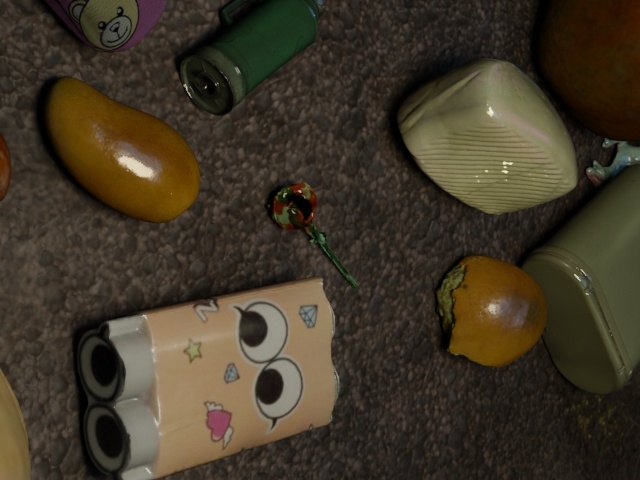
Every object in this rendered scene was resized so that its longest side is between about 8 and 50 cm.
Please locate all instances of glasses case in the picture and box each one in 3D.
[{"bbox_3d":[-0.253,-0.318,1.211,0.123,0.076,0.316,-55,126,-32],"label":"glasses case"}]

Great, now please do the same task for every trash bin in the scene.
[{"bbox_3d":[0.416,0.053,1.820,0.247,0.121,0.243,-40,118,-30],"label":"trash bin"}]

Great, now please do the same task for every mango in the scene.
[{"bbox_3d":[-0.195,-0.086,1.273,0.184,0.085,0.102,39,65,-31],"label":"mango"}]

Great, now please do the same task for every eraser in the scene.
[{"bbox_3d":[-0.110,0.141,1.360,0.290,0.087,0.171,-10,97,-43],"label":"eraser"}]

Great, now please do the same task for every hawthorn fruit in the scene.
[{"bbox_3d":[0.451,-0.267,1.727,0.268,0.301,0.267,0,89,-37],"label":"hawthorn fruit"}]

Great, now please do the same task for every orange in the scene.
[{"bbox_3d":[0.231,0.092,1.673,0.170,0.112,0.160,-45,121,-46],"label":"orange"}]

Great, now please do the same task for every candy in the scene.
[{"bbox_3d":[0.000,0.000,1.497,0.055,0.049,0.184,-38,131,-1],"label":"candy"}]

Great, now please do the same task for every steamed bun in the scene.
[{"bbox_3d":[0.209,-0.143,1.605,0.239,0.170,0.152,36,45,-41],"label":"steamed bun"}]

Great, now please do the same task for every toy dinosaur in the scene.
[{"bbox_3d":[0.498,-0.084,1.947,0.167,0.053,0.242,-51,125,-16],"label":"toy dinosaur"}]

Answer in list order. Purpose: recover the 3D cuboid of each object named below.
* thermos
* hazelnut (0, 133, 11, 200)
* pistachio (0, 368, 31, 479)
[{"bbox_3d":[-0.067,-0.214,1.403,0.188,0.083,0.073,-43,141,-35],"label":"thermos"},{"bbox_3d":[-0.343,-0.053,1.113,0.154,0.143,0.143,-38,117,-27],"label":"hazelnut"},{"bbox_3d":[-0.350,0.152,1.087,0.181,0.162,0.293,-34,117,-8],"label":"pistachio"}]
